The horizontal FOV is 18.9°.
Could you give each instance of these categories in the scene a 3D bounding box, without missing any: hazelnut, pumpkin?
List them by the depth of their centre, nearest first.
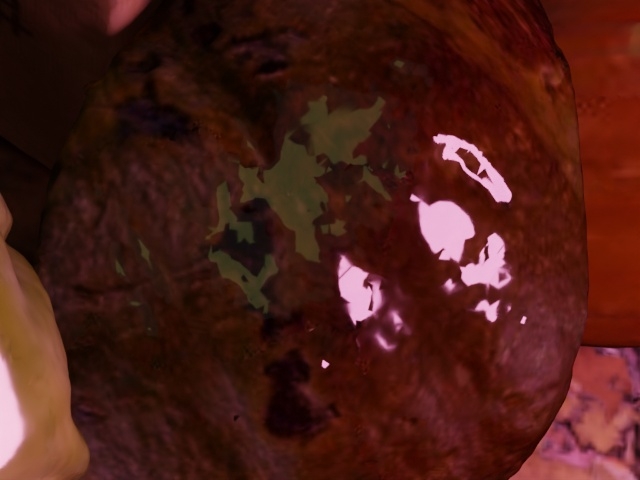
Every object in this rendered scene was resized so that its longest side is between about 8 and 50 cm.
[{"bbox_3d":[0.000,0.000,0.712,0.148,0.169,0.312,0,90,35],"label":"pumpkin"},{"bbox_3d":[0.119,-0.060,0.827,0.210,0.186,0.210,5,81,-32],"label":"hazelnut"}]

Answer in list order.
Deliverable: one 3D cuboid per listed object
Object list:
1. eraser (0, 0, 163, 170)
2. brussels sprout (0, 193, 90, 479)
[{"bbox_3d":[-0.113,-0.146,0.739,0.144,0.343,0.078,34,66,8],"label":"eraser"},{"bbox_3d":[-0.203,0.081,0.636,0.247,0.328,0.328,-5,66,-10],"label":"brussels sprout"}]
